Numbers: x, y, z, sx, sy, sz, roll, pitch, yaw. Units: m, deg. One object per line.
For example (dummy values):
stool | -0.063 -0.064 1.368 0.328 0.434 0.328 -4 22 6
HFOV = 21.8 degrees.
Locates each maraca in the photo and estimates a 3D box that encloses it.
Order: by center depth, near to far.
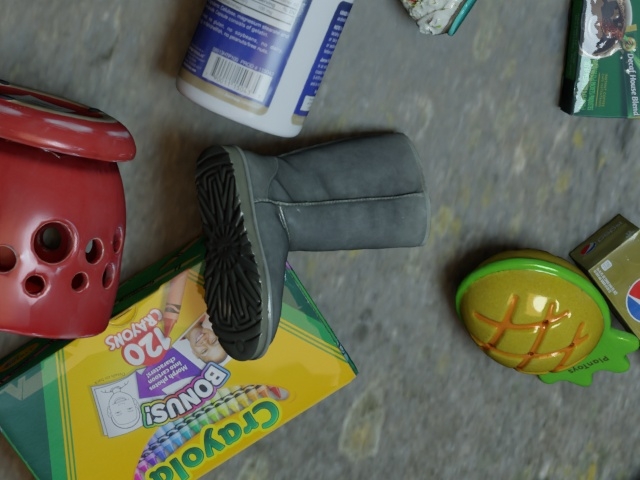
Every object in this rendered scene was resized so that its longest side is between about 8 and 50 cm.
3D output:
maraca | 0.200 0.074 1.468 0.127 0.099 0.185 -24 130 37

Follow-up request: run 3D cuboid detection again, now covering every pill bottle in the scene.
pill bottle | -0.035 -0.189 1.347 0.112 0.112 0.187 21 100 -15

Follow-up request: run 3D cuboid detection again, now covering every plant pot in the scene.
plant pot | -0.240 -0.028 1.315 0.191 0.191 0.174 15 99 -14

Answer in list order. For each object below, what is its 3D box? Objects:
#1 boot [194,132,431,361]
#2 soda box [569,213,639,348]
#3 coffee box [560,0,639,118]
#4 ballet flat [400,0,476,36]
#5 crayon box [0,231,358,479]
boot | 0.002 0.001 1.369 0.208 0.076 0.190 1 84 -44
soda box | 0.306 0.067 1.506 0.061 0.058 0.181 -39 108 1
coffee box | 0.307 -0.163 1.453 0.184 0.040 0.113 2 104 -11
ballet flat | 0.143 -0.279 1.374 0.077 0.091 0.241 37 92 5
crayon box | -0.130 0.115 1.428 0.278 0.081 0.165 -33 108 -1
